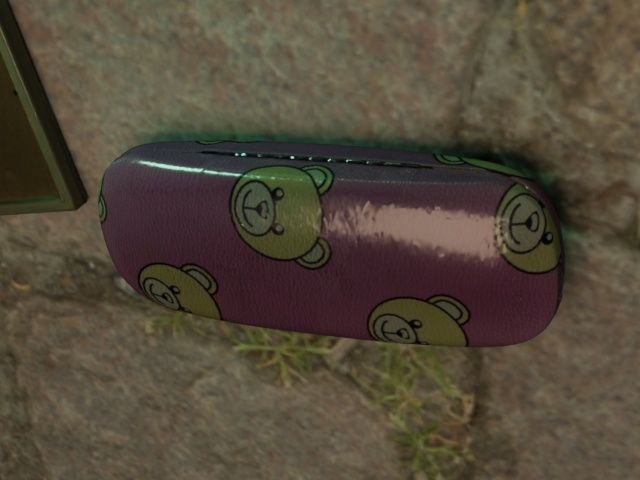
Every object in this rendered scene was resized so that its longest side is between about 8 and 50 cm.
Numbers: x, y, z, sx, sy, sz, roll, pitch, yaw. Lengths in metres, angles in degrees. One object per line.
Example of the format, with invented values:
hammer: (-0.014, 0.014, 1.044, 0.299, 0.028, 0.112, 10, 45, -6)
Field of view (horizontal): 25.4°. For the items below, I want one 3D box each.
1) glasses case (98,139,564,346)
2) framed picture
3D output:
glasses case: (0.000, 0.000, 0.916, 0.317, 0.076, 0.123, 5, 123, 23)
framed picture: (-0.303, -0.142, 1.003, 0.211, 0.020, 0.289, -4, 120, 27)
